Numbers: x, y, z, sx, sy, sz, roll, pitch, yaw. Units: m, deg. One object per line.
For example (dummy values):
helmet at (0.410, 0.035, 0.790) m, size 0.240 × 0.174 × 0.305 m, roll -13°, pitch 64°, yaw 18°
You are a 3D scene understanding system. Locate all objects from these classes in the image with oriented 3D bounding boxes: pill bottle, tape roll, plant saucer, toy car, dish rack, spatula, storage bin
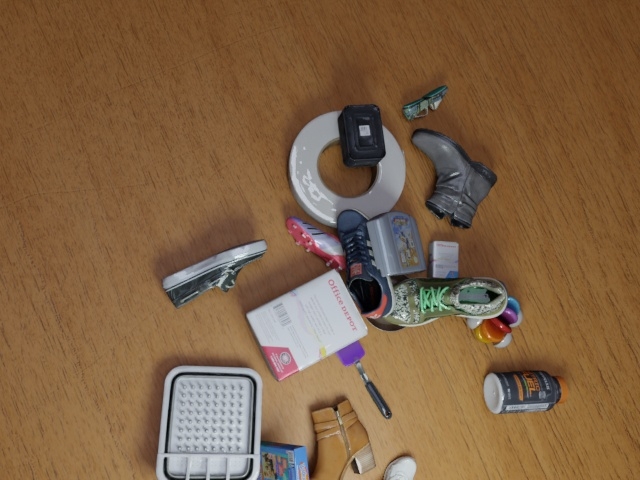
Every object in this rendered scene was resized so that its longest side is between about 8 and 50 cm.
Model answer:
pill bottle at (0.660, 0.482, 1.921) m, size 0.245 × 0.130 × 0.131 m, roll 0°, pitch 81°, yaw -12°
tape roll at (0.085, -0.231, 1.959) m, size 0.391 × 0.072 × 0.393 m, roll 2°, pitch 80°, yaw -11°
plant saucer at (0.219, 0.194, 1.931) m, size 0.198 × 0.036 × 0.199 m, roll 2°, pitch 81°, yaw -11°
toy car at (0.577, 0.249, 1.940) m, size 0.159 × 0.136 × 0.182 m, roll 35°, pitch 76°, yaw -3°
dish rack at (-0.315, 0.536, 1.734) m, size 0.285 × 0.072 × 0.333 m, roll 4°, pitch 72°, yaw -10°
spatula at (0.140, 0.427, 1.879) m, size 0.084 × 0.030 × 0.297 m, roll -31°, pitch 87°, yaw -15°
storage bin at (0.130, -0.331, 1.905) m, size 0.121 × 0.084 × 0.180 m, roll -5°, pitch 82°, yaw -12°

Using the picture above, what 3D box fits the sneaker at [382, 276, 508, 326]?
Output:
sneaker at (0.375, 0.170, 1.830) m, size 0.409 × 0.182 × 0.158 m, roll -8°, pitch 77°, yaw 5°

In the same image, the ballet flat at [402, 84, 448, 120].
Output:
ballet flat at (0.365, -0.468, 2.066) m, size 0.188 × 0.070 × 0.070 m, roll -29°, pitch 87°, yaw -12°

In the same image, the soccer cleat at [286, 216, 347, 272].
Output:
soccer cleat at (0.000, 0.000, 1.905) m, size 0.248 × 0.083 × 0.095 m, roll 40°, pitch 60°, yaw -3°

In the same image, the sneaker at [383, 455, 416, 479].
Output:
sneaker at (0.220, 0.755, 1.795) m, size 0.090 × 0.115 × 0.232 m, roll 39°, pitch 76°, yaw -3°

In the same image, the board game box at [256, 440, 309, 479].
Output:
board game box at (-0.115, 0.660, 1.702) m, size 0.047 × 0.210 × 0.160 m, roll 2°, pitch 80°, yaw -41°

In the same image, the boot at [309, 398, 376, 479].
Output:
boot at (0.018, 0.612, 1.772) m, size 0.283 × 0.109 × 0.220 m, roll -18°, pitch 79°, yaw -24°

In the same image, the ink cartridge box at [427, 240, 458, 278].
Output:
ink cartridge box at (0.404, 0.067, 1.981) m, size 0.088 × 0.052 × 0.123 m, roll 6°, pitch 81°, yaw -11°

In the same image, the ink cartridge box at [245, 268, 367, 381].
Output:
ink cartridge box at (-0.046, 0.257, 1.819) m, size 0.306 × 0.131 × 0.226 m, roll -25°, pitch 83°, yaw -15°

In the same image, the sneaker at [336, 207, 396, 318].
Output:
sneaker at (0.121, 0.067, 1.798) m, size 0.131 × 0.148 × 0.350 m, roll -26°, pitch 81°, yaw 28°

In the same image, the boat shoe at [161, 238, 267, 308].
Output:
boat shoe at (-0.306, 0.102, 1.815) m, size 0.335 × 0.121 × 0.119 m, roll -24°, pitch 94°, yaw -3°

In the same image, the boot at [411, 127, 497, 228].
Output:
boot at (0.407, -0.205, 2.001) m, size 0.338 × 0.118 × 0.223 m, roll 34°, pitch 81°, yaw 1°

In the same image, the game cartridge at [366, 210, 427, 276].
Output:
game cartridge at (0.241, 0.008, 1.859) m, size 0.062 × 0.297 × 0.198 m, roll -12°, pitch 85°, yaw 30°
